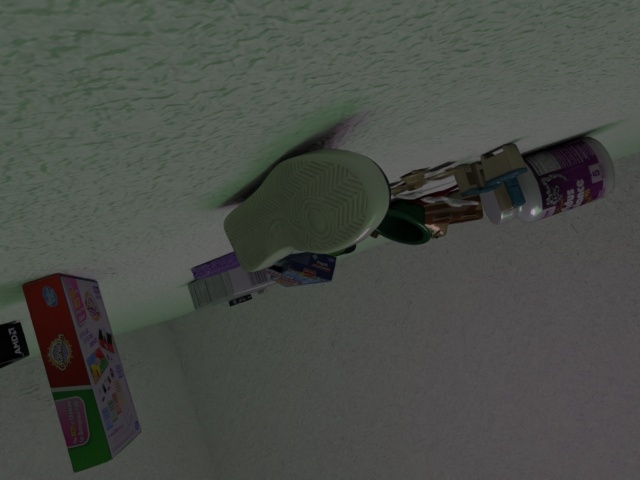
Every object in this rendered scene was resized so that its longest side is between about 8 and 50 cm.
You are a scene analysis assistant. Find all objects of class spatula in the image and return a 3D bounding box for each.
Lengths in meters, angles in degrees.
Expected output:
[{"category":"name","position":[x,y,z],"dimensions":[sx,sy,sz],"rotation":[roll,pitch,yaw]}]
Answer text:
[{"category":"spatula","position":[0.259,-0.094,1.399],"dimensions":[0.168,0.019,0.242],"rotation":[10,-179,-2]}]

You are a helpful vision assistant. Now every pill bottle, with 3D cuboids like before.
[{"category":"pill bottle","position":[0.570,-0.143,1.604],"dimensions":[0.301,0.169,0.169],"rotation":[-19,175,-4]}]

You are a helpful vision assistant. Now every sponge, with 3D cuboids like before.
[{"category":"sponge","position":[-0.219,0.051,1.626],"dimensions":[0.210,0.031,0.117],"rotation":[-21,175,23]}]

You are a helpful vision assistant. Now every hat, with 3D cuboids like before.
[{"category":"hat","position":[0.241,-0.104,1.674],"dimensions":[0.208,0.183,0.173],"rotation":[24,159,-6]}]

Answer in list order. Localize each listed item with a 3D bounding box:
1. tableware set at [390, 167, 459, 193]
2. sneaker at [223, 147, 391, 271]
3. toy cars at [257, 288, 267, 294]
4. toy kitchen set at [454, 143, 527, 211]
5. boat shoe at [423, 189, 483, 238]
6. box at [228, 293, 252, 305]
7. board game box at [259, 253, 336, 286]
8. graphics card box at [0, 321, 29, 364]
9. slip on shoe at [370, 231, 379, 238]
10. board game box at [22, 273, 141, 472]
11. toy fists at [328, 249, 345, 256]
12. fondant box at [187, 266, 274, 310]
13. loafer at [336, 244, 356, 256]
[{"category":"tableware set","position":[0.197,-0.123,1.310],"dimensions":[0.141,0.020,0.168],"rotation":[-14,175,-39]},{"category":"sneaker","position":[0.001,-0.051,0.845],"dimensions":[0.148,0.131,0.350],"rotation":[-24,-176,-33]},{"category":"toy cars","position":[-0.274,0.174,2.476],"dimensions":[0.176,0.087,0.393],"rotation":[-20,175,14]},{"category":"toy kitchen set","position":[0.420,-0.136,1.394],"dimensions":[0.207,0.122,0.166],"rotation":[-15,174,-42]},{"category":"boat shoe","position":[0.350,-0.067,1.919],"dimensions":[0.324,0.120,0.122],"rotation":[-18,175,-3]},{"category":"box","position":[-0.263,0.196,2.060],"dimensions":[0.067,0.018,0.083],"rotation":[-17,176,-17]},{"category":"board game box","position":[-0.090,0.055,1.438],"dimensions":[0.194,0.060,0.194],"rotation":[18,162,-16]},{"category":"graphics card box","position":[-0.891,0.291,1.425],"dimensions":[0.233,0.094,0.371],"rotation":[-24,172,43]},{"category":"slip on shoe","position":[0.190,-0.043,2.089],"dimensions":[0.041,0.051,0.135],"rotation":[-58,174,-13]},{"category":"board game box","position":[-0.419,0.225,1.131],"dimensions":[0.064,0.316,0.242],"rotation":[-17,175,-6]},{"category":"toy fists","position":[0.000,0.000,1.534],"dimensions":[0.142,0.096,0.279],"rotation":[-25,176,-21]},{"category":"fondant box","position":[-0.242,0.121,1.956],"dimensions":[0.238,0.096,0.330],"rotation":[-16,176,-33]},{"category":"loafer","position":[0.052,0.018,2.003],"dimensions":[0.078,0.076,0.223],"rotation":[-25,-179,-18]}]
